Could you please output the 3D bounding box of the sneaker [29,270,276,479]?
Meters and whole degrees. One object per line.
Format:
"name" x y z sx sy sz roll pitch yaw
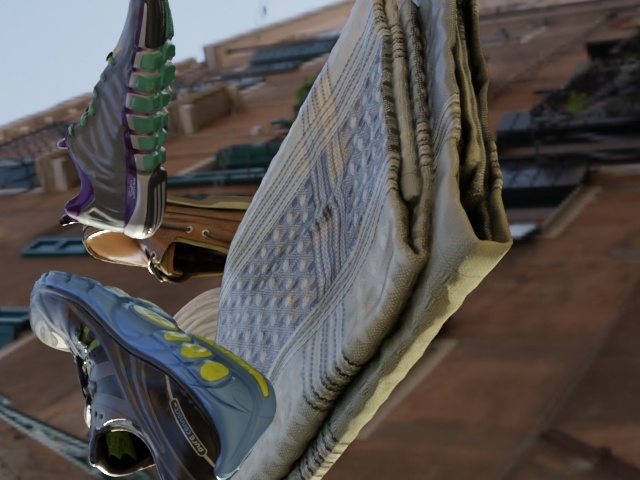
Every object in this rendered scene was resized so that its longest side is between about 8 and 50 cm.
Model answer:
"sneaker" -0.096 0.067 0.526 0.067 0.188 0.078 27 -91 -41

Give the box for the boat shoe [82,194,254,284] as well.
"boat shoe" -0.214 0.002 1.584 0.111 0.307 0.104 62 -149 -45

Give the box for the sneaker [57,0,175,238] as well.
"sneaker" -0.184 -0.114 0.968 0.083 0.098 0.224 -54 -30 -80

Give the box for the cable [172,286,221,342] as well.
"cable" -0.118 0.194 1.637 0.089 0.257 0.257 -49 -18 -72

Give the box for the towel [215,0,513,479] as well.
"towel" 0.000 0.000 0.673 0.056 0.324 0.312 24 -143 -15
